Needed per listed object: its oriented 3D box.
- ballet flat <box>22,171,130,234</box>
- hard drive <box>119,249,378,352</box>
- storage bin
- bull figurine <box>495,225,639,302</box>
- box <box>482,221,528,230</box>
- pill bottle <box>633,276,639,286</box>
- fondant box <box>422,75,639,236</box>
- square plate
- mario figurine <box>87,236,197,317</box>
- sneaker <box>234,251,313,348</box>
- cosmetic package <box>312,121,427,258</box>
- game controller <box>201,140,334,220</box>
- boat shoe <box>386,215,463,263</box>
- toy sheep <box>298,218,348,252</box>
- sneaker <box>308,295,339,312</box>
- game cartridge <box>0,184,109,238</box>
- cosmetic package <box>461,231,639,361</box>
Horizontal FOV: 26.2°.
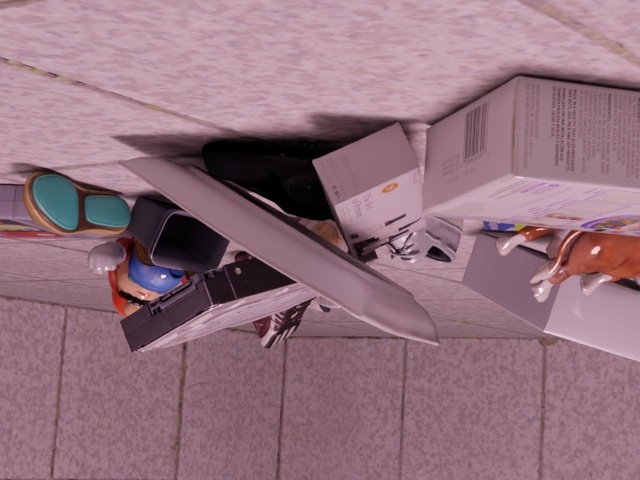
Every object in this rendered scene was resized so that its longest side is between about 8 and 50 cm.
[{"bbox_3d":[-0.343,-0.039,1.840,0.073,0.080,0.232,-8,168,24],"label":"ballet flat"},{"bbox_3d":[-0.105,0.077,2.085,0.339,0.064,0.237,-13,168,-43],"label":"hard drive"},{"bbox_3d":[-0.205,-0.020,1.947,0.091,0.098,0.135,32,-167,38],"label":"storage bin"},{"bbox_3d":[0.354,0.002,1.601,0.310,0.101,0.188,7,151,-45],"label":"bull figurine"},{"bbox_3d":[0.274,-0.039,1.738,0.178,0.042,0.109,1,171,11],"label":"box"},{"bbox_3d":[0.502,0.025,1.809,0.121,0.121,0.216,-3,170,40],"label":"pill bottle"},{"bbox_3d":[0.291,-0.069,1.319,0.330,0.096,0.238,6,172,-15],"label":"fondant box"},{"bbox_3d":[-0.031,0.008,1.635,0.344,0.049,0.347,32,-178,21],"label":"square plate"},{"bbox_3d":[-0.274,0.072,2.241,0.170,0.198,0.320,-34,-179,-24],"label":"mario figurine"},{"bbox_3d":[-0.087,0.062,2.434,0.106,0.162,0.281,-27,159,-40],"label":"sneaker"},{"bbox_3d":[0.059,-0.048,1.486,0.099,0.060,0.239,-27,165,0],"label":"cosmetic package"},{"bbox_3d":[-0.020,-0.069,1.639,0.166,0.067,0.319,16,176,19],"label":"game controller"},{"bbox_3d":[0.128,-0.008,1.869,0.079,0.081,0.227,-2,171,34],"label":"boat shoe"},{"bbox_3d":[0.000,0.000,1.974,0.091,0.091,0.132,5,-177,-9],"label":"toy sheep"},{"bbox_3d":[0.019,0.085,2.556,0.235,0.094,0.153,-2,172,33],"label":"sneaker"},{"bbox_3d":[-0.472,-0.042,2.006,0.294,0.060,0.196,0,168,22],"label":"game cartridge"},{"bbox_3d":[0.390,0.091,1.934,0.284,0.097,0.377,19,-176,-12],"label":"cosmetic package"}]
